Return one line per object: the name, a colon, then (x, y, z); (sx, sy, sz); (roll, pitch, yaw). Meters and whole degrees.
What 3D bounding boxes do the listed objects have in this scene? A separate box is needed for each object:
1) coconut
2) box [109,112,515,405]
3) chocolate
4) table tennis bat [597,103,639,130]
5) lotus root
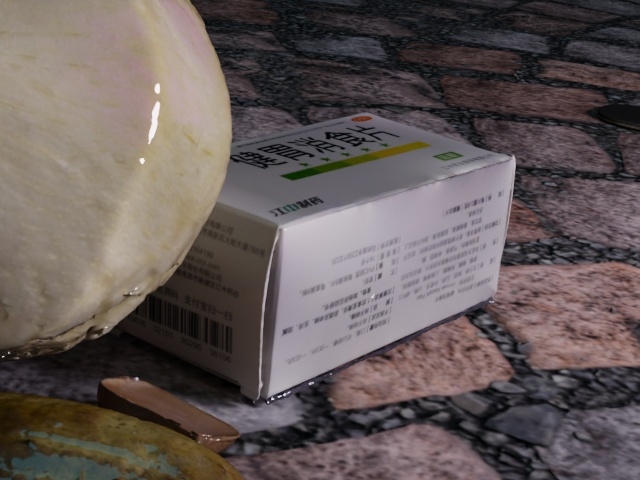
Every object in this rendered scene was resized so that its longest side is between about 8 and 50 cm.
coconut: (-0.230, -0.083, 0.738); (0.352, 0.353, 0.352); (5, 21, -2)
box: (-0.001, 0.001, 0.983); (0.173, 0.145, 0.333); (20, 25, 36)
chocolate: (-0.103, 0.123, 0.790); (0.100, 0.031, 0.064); (22, 8, 26)
table tennis bat: (0.536, -0.174, 1.762); (0.246, 0.022, 0.138); (15, 22, 24)
lotus root: (-0.150, 0.146, 0.582); (0.260, 0.128, 0.145); (6, 31, 4)
